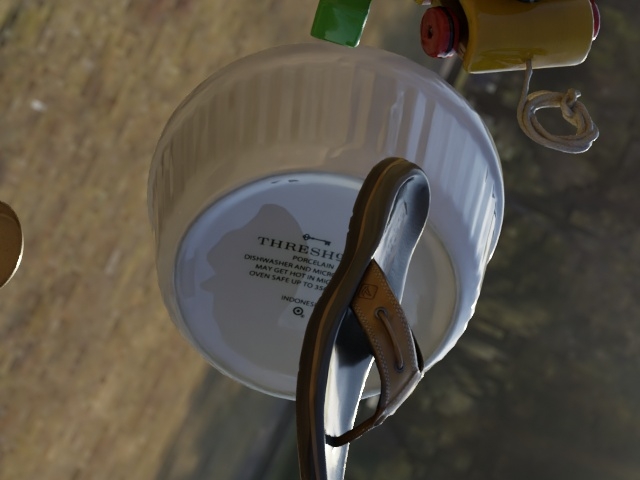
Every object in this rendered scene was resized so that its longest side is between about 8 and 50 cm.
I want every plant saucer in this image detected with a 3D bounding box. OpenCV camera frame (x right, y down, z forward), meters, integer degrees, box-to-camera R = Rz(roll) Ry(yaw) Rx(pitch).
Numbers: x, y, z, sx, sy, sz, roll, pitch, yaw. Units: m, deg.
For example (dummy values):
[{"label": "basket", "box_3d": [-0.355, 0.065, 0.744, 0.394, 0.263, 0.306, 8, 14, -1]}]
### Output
[{"label": "plant saucer", "box_3d": [-0.272, 0.008, 1.634, 0.015, 0.083, 0.083, 22, 94, -54]}]

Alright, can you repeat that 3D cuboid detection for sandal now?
[{"label": "sandal", "box_3d": [0.035, 0.053, 1.126, 0.090, 0.060, 0.219, 72, 34, -55]}]

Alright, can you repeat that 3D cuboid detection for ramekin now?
[{"label": "ramekin", "box_3d": [0.000, 0.000, 1.461, 0.127, 0.273, 0.273, -84, -170, -54]}]

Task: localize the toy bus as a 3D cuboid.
[{"label": "toy bus", "box_3d": [0.094, -0.174, 1.068, 0.191, 0.202, 0.104, -57, 170, -42]}]
